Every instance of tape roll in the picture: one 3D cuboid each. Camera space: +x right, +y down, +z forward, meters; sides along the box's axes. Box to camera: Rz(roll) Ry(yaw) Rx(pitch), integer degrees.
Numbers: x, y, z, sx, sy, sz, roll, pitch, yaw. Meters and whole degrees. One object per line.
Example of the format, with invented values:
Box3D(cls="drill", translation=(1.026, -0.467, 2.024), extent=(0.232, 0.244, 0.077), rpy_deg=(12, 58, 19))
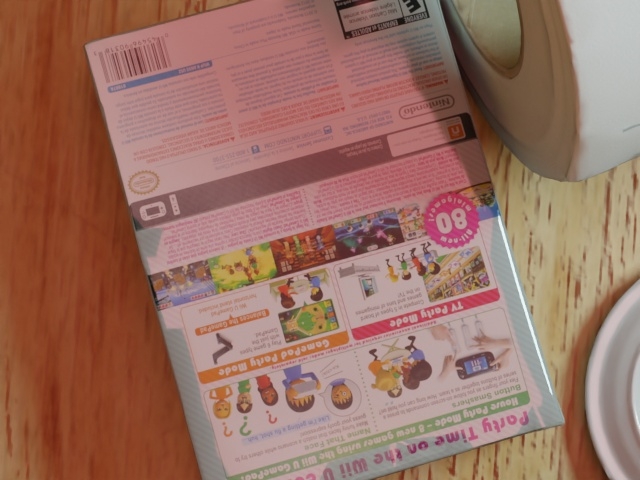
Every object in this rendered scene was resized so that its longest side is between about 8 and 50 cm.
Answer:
Box3D(cls="tape roll", translation=(0.130, -0.181, 0.906), extent=(0.100, 0.286, 0.286), rpy_deg=(-22, 87, -7))

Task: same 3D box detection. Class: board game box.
Box3D(cls="board game box", translation=(0.000, 0.000, 0.974), extent=(0.224, 0.097, 0.303), rpy_deg=(-15, 84, -5))

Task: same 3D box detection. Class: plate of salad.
Box3D(cls="plate of salad", translation=(0.273, 0.103, 1.009), extent=(0.199, 0.048, 0.200), rpy_deg=(-1, 82, 6))
